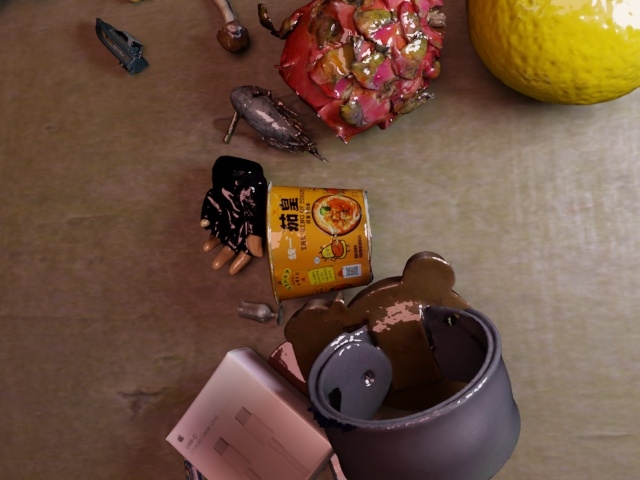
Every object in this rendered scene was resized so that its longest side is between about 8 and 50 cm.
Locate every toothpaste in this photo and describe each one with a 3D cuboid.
[{"bbox_3d":[-0.224,0.470,1.235,0.057,0.035,0.197,-13,84,26],"label":"toothpaste"}]

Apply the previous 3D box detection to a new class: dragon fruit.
[{"bbox_3d":[0.075,-0.335,1.143,0.291,0.250,0.269,-47,60,10],"label":"dragon fruit"}]

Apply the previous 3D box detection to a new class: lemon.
[{"bbox_3d":[0.398,-0.368,1.050,0.337,0.336,0.335,-1,85,11],"label":"lemon"}]

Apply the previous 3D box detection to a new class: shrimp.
[{"bbox_3d":[-0.077,-0.212,1.246,0.233,0.079,0.090,39,129,9],"label":"shrimp"}]

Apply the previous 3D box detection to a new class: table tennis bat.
[{"bbox_3d":[-0.006,0.308,1.212,0.154,0.021,0.274,-24,79,9],"label":"table tennis bat"}]

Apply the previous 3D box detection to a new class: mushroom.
[{"bbox_3d":[-0.192,-0.441,1.303,0.060,0.061,0.187,-23,69,-5],"label":"mushroom"}]

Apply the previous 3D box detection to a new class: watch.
[{"bbox_3d":[0.114,0.229,1.001,0.336,0.326,0.313,-14,113,12],"label":"watch"}]

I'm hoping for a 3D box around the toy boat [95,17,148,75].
[{"bbox_3d":[-0.404,-0.397,1.333,0.141,0.055,0.060,46,102,12],"label":"toy boat"}]

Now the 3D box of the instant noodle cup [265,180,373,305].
[{"bbox_3d":[0.000,0.000,1.152,0.173,0.216,0.215,-4,84,2],"label":"instant noodle cup"}]

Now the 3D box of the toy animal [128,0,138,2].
[{"bbox_3d":[-0.377,-0.520,1.336,0.081,0.061,0.083,-44,71,40],"label":"toy animal"}]

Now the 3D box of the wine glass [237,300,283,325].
[{"bbox_3d":[-0.112,0.131,1.238,0.083,0.042,0.038,10,58,14],"label":"wine glass"}]

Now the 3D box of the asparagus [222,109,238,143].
[{"bbox_3d":[-0.166,-0.243,1.294,0.015,0.014,0.114,20,89,-5],"label":"asparagus"}]

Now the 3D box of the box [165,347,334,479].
[{"bbox_3d":[-0.111,0.347,1.177,0.252,0.106,0.203,38,99,17],"label":"box"}]

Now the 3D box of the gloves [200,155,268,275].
[{"bbox_3d":[-0.154,-0.038,1.226,0.164,0.124,0.203,26,119,41],"label":"gloves"}]
